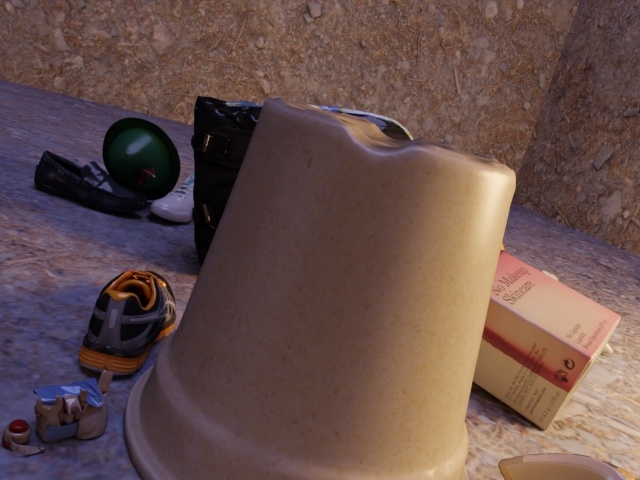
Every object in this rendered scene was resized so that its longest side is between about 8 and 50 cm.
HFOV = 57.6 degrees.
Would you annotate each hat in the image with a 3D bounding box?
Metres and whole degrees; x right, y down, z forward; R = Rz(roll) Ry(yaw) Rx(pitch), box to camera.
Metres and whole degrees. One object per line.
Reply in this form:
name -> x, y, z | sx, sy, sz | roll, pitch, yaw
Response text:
hat -> -0.379, -0.130, 1.105 | 0.173, 0.208, 0.183 | 33, 33, -5

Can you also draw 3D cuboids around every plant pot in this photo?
plant pot -> 0.020, 0.048, 0.528 | 0.333, 0.306, 0.334 | 15, 15, -4

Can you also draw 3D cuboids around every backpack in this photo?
backpack -> -0.006, -0.091, 0.959 | 0.355, 0.290, 0.273 | -6, -8, 10

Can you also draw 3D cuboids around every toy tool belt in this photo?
toy tool belt -> -0.210, 0.132, 0.470 | 0.052, 0.051, 0.083 | 27, 18, 38

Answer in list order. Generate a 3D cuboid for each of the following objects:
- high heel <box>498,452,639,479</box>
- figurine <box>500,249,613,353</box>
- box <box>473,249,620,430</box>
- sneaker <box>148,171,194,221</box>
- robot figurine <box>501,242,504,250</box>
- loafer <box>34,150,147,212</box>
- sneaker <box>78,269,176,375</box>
high heel -> 0.301, 0.270, 0.513 | 0.186, 0.093, 0.261 | 33, -13, -39
figurine -> 0.433, 0.129, 1.106 | 0.214, 0.092, 0.209 | 22, 18, -27
box -> 0.253, 0.113, 0.791 | 0.232, 0.127, 0.148 | 33, 33, 27
sneaker -> -0.271, -0.094, 1.186 | 0.080, 0.094, 0.212 | 21, 15, 15
robot figurine -> 0.323, 0.019, 1.338 | 0.219, 0.158, 0.128 | 22, 37, 21
loafer -> -0.432, -0.109, 1.097 | 0.223, 0.078, 0.076 | 17, 15, 6
sneaker -> -0.205, 0.070, 0.656 | 0.084, 0.083, 0.215 | 12, 13, -10
